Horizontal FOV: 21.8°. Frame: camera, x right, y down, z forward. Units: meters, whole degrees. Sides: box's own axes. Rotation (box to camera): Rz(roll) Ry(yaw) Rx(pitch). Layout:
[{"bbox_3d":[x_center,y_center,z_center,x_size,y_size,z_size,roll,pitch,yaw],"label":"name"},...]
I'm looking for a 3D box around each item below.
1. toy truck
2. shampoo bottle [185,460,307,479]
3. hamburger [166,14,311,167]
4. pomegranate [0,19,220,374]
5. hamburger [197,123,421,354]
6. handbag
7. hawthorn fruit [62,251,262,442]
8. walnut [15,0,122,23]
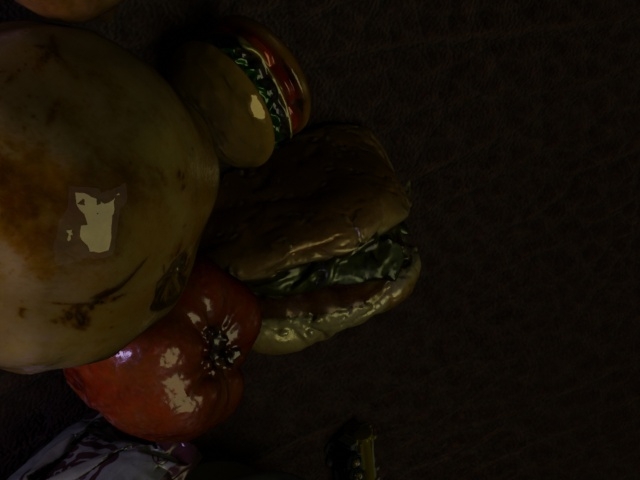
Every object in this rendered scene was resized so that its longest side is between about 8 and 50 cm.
[{"bbox_3d":[0.049,0.303,2.224,0.063,0.052,0.123,-33,132,-33],"label":"toy truck"},{"bbox_3d":[-0.082,0.441,1.986,0.322,0.317,0.323,-23,130,-30],"label":"shampoo bottle"},{"bbox_3d":[-0.087,-0.156,1.746,0.115,0.162,0.162,-39,136,-28],"label":"hamburger"},{"bbox_3d":[-0.261,-0.044,1.541,0.332,0.332,0.333,-23,128,-32],"label":"pomegranate"},{"bbox_3d":[0.002,0.003,1.884,0.330,0.209,0.162,-33,133,-27],"label":"hamburger"},{"bbox_3d":[-0.261,0.284,1.785,0.235,0.213,0.127,-41,123,-29],"label":"handbag"},{"bbox_3d":[-0.193,0.110,1.758,0.207,0.243,0.208,0,90,-57],"label":"hawthorn fruit"},{"bbox_3d":[-0.252,-0.311,1.472,0.203,0.203,0.298,-41,137,-17],"label":"walnut"}]
